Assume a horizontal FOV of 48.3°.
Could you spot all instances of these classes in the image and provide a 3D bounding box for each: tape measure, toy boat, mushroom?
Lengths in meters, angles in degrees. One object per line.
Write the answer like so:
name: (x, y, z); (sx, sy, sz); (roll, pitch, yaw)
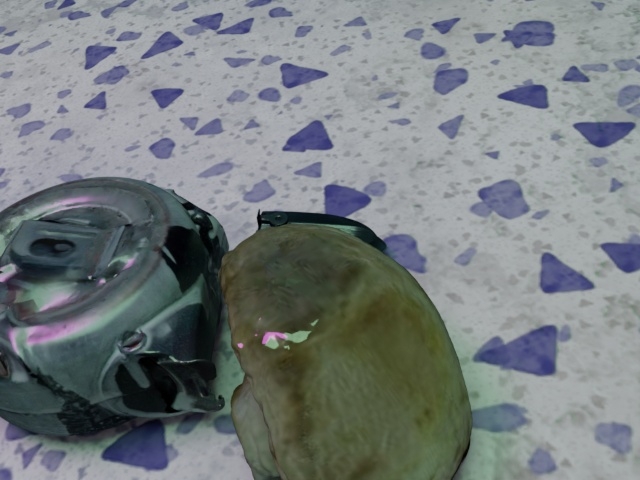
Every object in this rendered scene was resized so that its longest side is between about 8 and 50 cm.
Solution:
tape measure: (-0.219, 0.051, 0.688); (0.275, 0.147, 0.256); (-6, 43, 6)
toy boat: (0.000, 0.000, 0.755); (0.141, 0.060, 0.055); (4, 44, 7)
mushroom: (0.014, 0.085, 0.584); (0.190, 0.164, 0.267); (-13, 43, 1)
